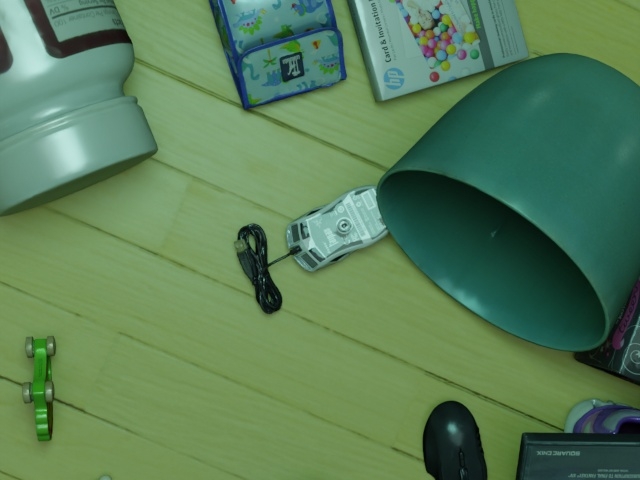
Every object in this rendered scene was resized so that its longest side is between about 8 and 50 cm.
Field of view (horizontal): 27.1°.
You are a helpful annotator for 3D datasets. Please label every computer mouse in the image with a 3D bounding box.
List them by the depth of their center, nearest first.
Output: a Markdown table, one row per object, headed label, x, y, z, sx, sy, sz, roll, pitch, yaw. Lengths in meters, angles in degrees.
| label | x | y | z | sx | sy | sz | roll | pitch | yaw |
| --- | --- | --- | --- | --- | --- | --- | --- | --- | --- |
| computer mouse | 0.000 | 0.000 | 1.538 | 0.193 | 0.042 | 0.106 | -25 | 88 | 1 |
| computer mouse | 0.171 | 0.307 | 1.553 | 0.071 | 0.041 | 0.242 | -13 | 92 | -6 |

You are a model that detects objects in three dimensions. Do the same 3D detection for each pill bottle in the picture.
| label | x | y | z | sx | sy | sz | roll | pitch | yaw |
| --- | --- | --- | --- | --- | --- | --- | --- | --- | --- |
| pill bottle | -0.333 | -0.240 | 1.413 | 0.224 | 0.224 | 0.392 | -22 | 92 | -5 |

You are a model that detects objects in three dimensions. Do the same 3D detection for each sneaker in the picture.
| label | x | y | z | sx | sy | sz | roll | pitch | yaw |
| --- | --- | --- | --- | --- | --- | --- | --- | --- | --- |
| sneaker | 0.409 | 0.236 | 1.545 | 0.236 | 0.104 | 0.095 | 2 | 88 | -7 |

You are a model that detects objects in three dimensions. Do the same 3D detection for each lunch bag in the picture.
| label | x | y | z | sx | sy | sz | roll | pitch | yaw |
| --- | --- | --- | --- | --- | --- | --- | --- | --- | --- |
| lunch bag | -0.048 | -0.236 | 1.511 | 0.129 | 0.096 | 0.151 | -17 | 106 | -8 |

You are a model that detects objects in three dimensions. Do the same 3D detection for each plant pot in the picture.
| label | x | y | z | sx | sy | sz | roll | pitch | yaw |
| --- | --- | --- | --- | --- | --- | --- | --- | --- | --- |
| plant pot | 0.247 | -0.061 | 1.447 | 0.293 | 0.293 | 0.235 | 41 | 71 | -4 |

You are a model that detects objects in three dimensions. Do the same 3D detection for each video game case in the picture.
| label | x | y | z | sx | sy | sz | roll | pitch | yaw |
| --- | --- | --- | --- | --- | --- | --- | --- | --- | --- |
| video game case | 0.311 | 0.341 | 1.519 | 0.196 | 0.026 | 0.274 | 1 | 114 | -5 |

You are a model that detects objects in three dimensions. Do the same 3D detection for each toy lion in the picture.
| label | x | y | z | sx | sy | sz | roll | pitch | yaw |
| --- | --- | --- | --- | --- | --- | --- | --- | --- | --- |
| toy lion | -0.311 | 0.171 | 1.490 | 0.034 | 0.096 | 0.100 | -3 | 50 | -6 |

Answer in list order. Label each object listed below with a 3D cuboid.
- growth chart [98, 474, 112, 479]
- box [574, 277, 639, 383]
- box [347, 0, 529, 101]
| label | x | y | z | sx | sy | sz | roll | pitch | yaw |
| --- | --- | --- | --- | --- | --- | --- | --- | --- | --- |
| growth chart | -0.244 | 0.388 | 1.524 | 0.172 | 0.021 | 0.237 | -31 | 93 | -6 |
| box | 0.412 | 0.052 | 1.514 | 0.142 | 0.163 | 0.247 | 20 | 88 | -7 |
| box | 0.134 | -0.255 | 1.538 | 0.186 | 0.038 | 0.145 | -17 | 97 | -9 |
